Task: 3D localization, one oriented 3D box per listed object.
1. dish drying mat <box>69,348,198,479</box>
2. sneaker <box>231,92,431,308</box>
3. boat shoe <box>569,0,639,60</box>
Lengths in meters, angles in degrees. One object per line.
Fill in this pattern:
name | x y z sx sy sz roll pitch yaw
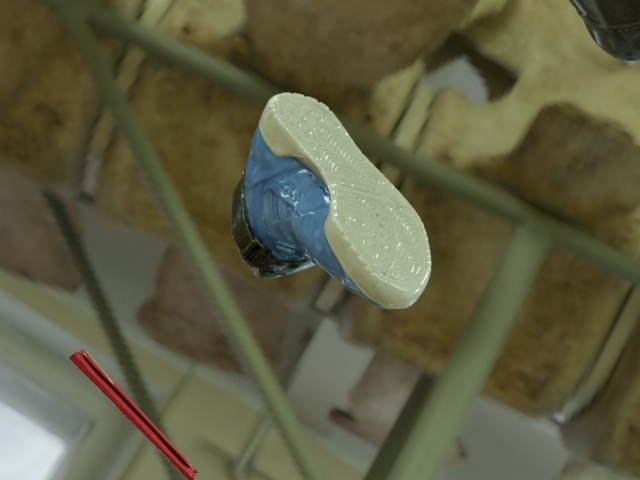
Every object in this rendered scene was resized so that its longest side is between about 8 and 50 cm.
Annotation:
dish drying mat | -0.089 0.084 0.861 0.083 0.008 0.032 46 -5 0
sneaker | 0.001 0.000 0.942 0.152 0.058 0.084 55 -46 35
boat shoe | 0.130 -0.141 0.563 0.080 0.228 0.076 2 -47 31
